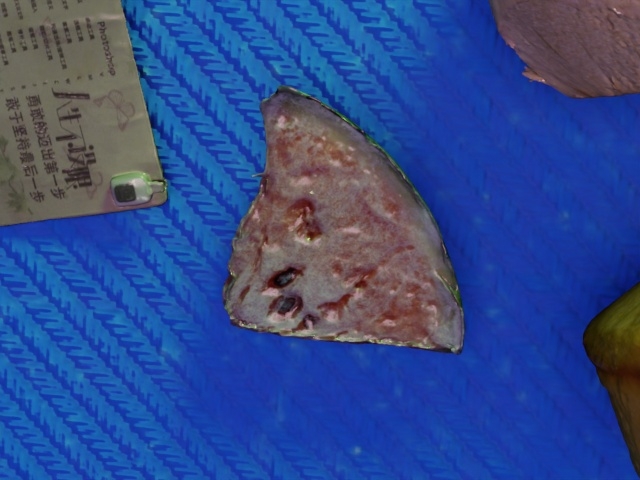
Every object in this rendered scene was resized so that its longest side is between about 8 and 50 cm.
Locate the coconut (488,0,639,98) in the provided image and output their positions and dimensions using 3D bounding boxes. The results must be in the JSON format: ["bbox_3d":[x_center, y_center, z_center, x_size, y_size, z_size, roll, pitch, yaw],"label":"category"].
[{"bbox_3d":[0.170,-0.173,0.858,0.194,0.194,0.194,1,99,4],"label":"coconut"}]

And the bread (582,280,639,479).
[{"bbox_3d":[0.271,0.054,0.849,0.270,0.270,0.148,-18,99,6],"label":"bread"}]

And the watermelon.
[{"bbox_3d":[0.000,0.000,0.954,0.139,0.071,0.187,-29,104,15],"label":"watermelon"}]

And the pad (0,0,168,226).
[{"bbox_3d":[-0.190,-0.131,0.939,0.159,0.009,0.265,-8,110,11],"label":"pad"}]
